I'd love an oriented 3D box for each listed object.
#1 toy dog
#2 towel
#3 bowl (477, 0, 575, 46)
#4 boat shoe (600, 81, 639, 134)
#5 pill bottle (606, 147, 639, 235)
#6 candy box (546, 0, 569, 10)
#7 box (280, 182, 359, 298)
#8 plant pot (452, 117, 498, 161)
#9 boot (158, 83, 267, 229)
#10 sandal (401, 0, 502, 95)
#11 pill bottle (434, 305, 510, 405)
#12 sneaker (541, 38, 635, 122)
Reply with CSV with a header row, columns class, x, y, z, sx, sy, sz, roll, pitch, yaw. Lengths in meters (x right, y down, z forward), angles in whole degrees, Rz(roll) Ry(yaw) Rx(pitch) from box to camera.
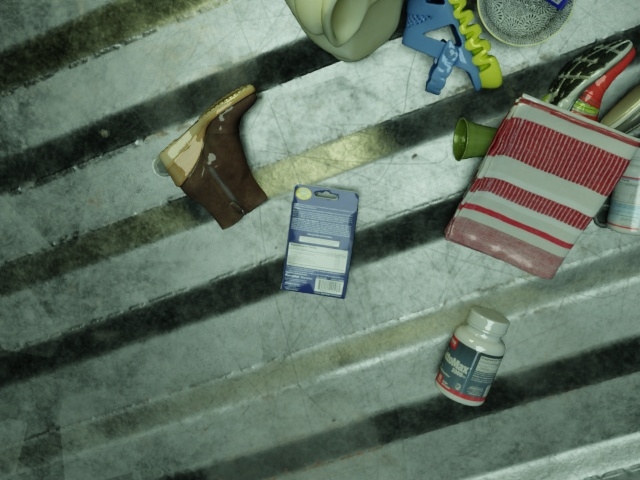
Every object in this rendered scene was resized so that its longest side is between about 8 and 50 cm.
class,x,y,z,sx,sy,sz,roll,pitch,yaw
toy dog,-0.010,-0.531,1.117,0.284,0.395,0.408,-40,81,-5
towel,0.401,-0.087,1.241,0.237,0.037,0.329,21,126,0
bowl,0.365,-0.436,1.204,0.170,0.080,0.170,1,103,6
boat shoe,0.648,-0.282,1.179,0.335,0.112,0.095,-43,97,0
pill bottle,0.597,-0.094,1.255,0.087,0.087,0.160,7,103,4
candy box,0.351,-0.581,1.070,0.317,0.122,0.268,35,83,1
box,0.000,0.000,1.359,0.136,0.036,0.225,9,105,3
plant pot,0.304,-0.190,1.273,0.079,0.083,0.083,3,103,-9
boot,-0.173,-0.165,1.331,0.248,0.090,0.207,-39,108,11
sandal,0.205,-0.393,1.212,0.138,0.126,0.317,-28,97,15
pill bottle,0.310,0.230,1.345,0.108,0.108,0.180,19,103,1
sneaker,0.481,-0.246,1.241,0.118,0.107,0.279,33,109,-19
